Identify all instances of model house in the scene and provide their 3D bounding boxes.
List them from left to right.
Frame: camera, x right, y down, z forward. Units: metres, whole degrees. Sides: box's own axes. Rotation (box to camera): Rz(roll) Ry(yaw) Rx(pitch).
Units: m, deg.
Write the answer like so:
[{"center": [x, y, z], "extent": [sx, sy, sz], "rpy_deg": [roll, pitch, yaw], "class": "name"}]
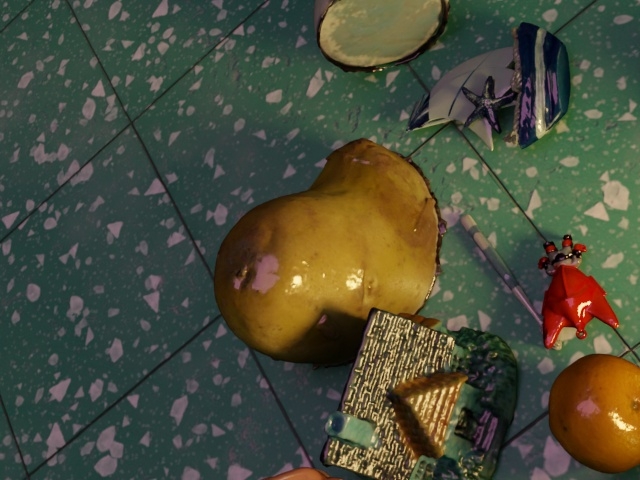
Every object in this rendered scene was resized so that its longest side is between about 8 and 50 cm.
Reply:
[{"center": [0.121, 0.218, 1.614], "extent": [0.226, 0.241, 0.261], "rpy_deg": [8, 74, 37], "class": "model house"}]

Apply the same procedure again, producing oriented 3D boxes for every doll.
[{"center": [0.358, 0.068, 1.639], "extent": [0.109, 0.057, 0.169], "rpy_deg": [-20, 58, 20], "class": "doll"}]

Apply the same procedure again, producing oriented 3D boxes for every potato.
[{"center": [0.000, 0.000, 1.751], "extent": [0.290, 0.296, 0.397], "rpy_deg": [25, 86, 35], "class": "potato"}]

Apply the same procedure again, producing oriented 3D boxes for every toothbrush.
[{"center": [0.282, 0.057, 1.711], "extent": [0.019, 0.025, 0.275], "rpy_deg": [-40, 55, 13], "class": "toothbrush"}]

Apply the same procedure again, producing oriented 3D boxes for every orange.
[{"center": [0.373, 0.231, 1.510], "extent": [0.136, 0.159, 0.159], "rpy_deg": [-36, 47, 57], "class": "orange"}]

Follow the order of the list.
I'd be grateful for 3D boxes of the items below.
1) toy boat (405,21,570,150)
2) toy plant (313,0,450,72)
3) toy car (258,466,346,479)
[{"center": [0.271, -0.216, 1.813], "extent": [0.291, 0.070, 0.210], "rpy_deg": [-33, 52, 21], "class": "toy boat"}, {"center": [0.065, -0.478, 1.955], "extent": [0.247, 0.247, 0.332], "rpy_deg": [-30, 55, 18], "class": "toy plant"}, {"center": [-0.023, 0.429, 1.618], "extent": [0.212, 0.270, 0.180], "rpy_deg": [-29, 55, -3], "class": "toy car"}]
